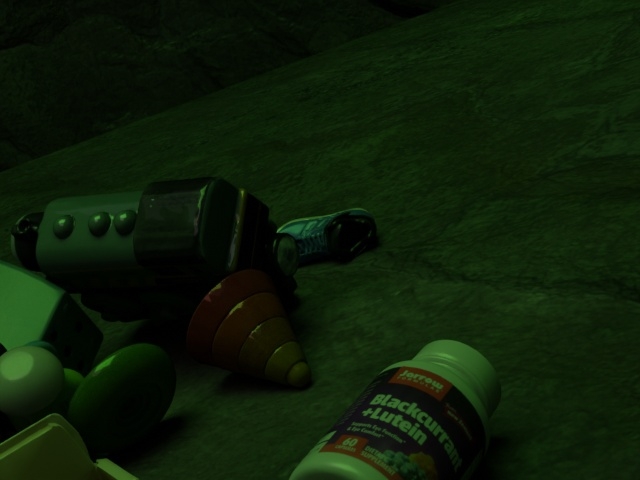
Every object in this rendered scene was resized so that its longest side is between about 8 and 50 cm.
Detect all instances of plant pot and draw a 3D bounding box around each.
[{"bbox_3d":[-0.390,0.120,1.370,0.234,0.165,0.165,5,56,24],"label":"plant pot"}]

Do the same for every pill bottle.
[{"bbox_3d":[0.067,0.161,0.907,0.108,0.108,0.193,-6,24,37],"label":"pill bottle"}]

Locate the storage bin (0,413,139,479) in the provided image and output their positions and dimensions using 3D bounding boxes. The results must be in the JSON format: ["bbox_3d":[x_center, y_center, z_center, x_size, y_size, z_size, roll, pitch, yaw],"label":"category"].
[{"bbox_3d":[-0.232,0.267,0.908,0.260,0.123,0.262,-31,21,-27],"label":"storage bin"}]

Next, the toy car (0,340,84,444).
[{"bbox_3d":[-0.330,0.167,1.190,0.182,0.159,0.136,-25,50,-10],"label":"toy car"}]

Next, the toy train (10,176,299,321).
[{"bbox_3d":[-0.194,0.008,1.331,0.334,0.190,0.142,-2,68,29],"label":"toy train"}]

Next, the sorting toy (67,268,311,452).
[{"bbox_3d":[-0.147,0.174,1.164,0.365,0.127,0.126,-34,52,-28],"label":"sorting toy"}]

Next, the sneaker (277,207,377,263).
[{"bbox_3d":[0.000,-0.001,1.503,0.152,0.058,0.084,-15,10,-3],"label":"sneaker"}]

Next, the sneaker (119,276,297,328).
[{"bbox_3d":[-0.147,0.064,1.455,0.272,0.100,0.108,-3,51,33],"label":"sneaker"}]
